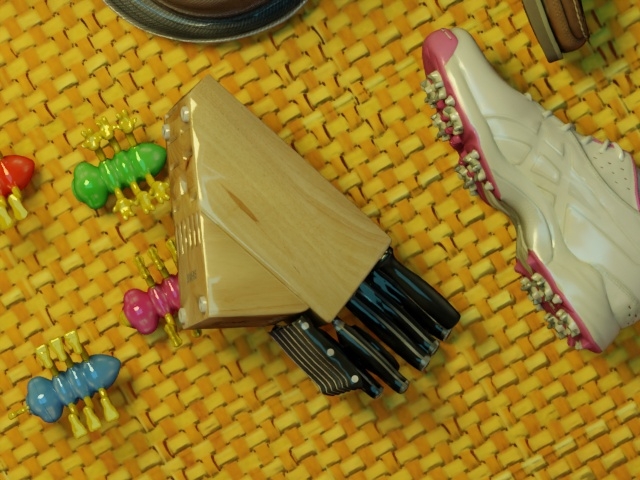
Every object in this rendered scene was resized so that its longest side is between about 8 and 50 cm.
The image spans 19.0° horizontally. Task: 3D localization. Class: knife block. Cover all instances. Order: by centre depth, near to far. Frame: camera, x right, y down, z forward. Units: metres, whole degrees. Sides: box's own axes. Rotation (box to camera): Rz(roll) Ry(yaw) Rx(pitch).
[{"bbox_3d":[0.000,0.000,1.625,0.242,0.088,0.275,-3,82,-21],"label":"knife block"}]

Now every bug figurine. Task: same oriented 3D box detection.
[{"bbox_3d":[-0.210,0.020,1.664,0.216,0.072,0.279,-23,88,0],"label":"bug figurine"}]

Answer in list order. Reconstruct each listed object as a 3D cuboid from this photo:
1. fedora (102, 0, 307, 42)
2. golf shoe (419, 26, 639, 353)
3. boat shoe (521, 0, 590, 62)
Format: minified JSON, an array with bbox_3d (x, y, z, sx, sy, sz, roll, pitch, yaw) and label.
[{"bbox_3d":[-0.114,-0.298,1.601,0.244,0.124,0.275,-29,93,6],"label":"fedora"},{"bbox_3d":[0.196,-0.059,1.618,0.140,0.115,0.306,-31,99,-4],"label":"golf shoe"},{"bbox_3d":[0.190,-0.306,1.585,0.104,0.111,0.307,-14,94,6],"label":"boat shoe"}]
